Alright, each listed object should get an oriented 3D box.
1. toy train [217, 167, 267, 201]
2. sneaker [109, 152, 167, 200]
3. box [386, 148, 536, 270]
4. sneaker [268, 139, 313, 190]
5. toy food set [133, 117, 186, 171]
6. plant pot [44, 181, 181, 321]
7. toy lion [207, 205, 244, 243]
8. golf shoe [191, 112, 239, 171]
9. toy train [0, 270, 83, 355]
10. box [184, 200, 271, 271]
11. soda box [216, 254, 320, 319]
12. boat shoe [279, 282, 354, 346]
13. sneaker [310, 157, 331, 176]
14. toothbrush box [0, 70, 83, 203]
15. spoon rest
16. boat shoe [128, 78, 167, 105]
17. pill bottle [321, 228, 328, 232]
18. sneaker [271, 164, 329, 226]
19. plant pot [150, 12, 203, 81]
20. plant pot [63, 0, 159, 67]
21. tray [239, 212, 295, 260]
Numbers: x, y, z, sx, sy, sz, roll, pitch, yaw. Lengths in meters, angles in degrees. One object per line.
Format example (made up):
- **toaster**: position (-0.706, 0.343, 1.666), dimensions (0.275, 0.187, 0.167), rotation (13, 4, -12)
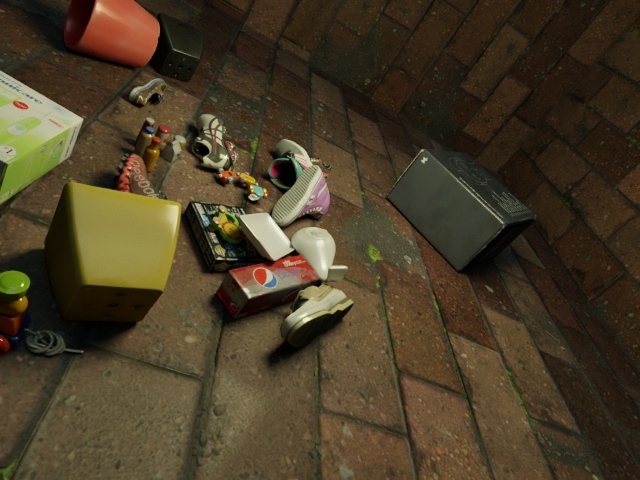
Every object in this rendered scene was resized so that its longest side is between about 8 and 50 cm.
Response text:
- **toy train**: position (-0.252, -0.171, 1.469), dimensions (0.166, 0.046, 0.125), rotation (41, 32, 15)
- **sneaker**: position (-0.450, -0.111, 1.135), dimensions (0.135, 0.097, 0.276), rotation (16, 38, -29)
- **box**: position (0.649, -0.155, 2.090), dimensions (0.472, 0.297, 0.480), rotation (-8, 51, -51)
- **sneaker**: position (-0.125, -0.276, 1.673), dimensions (0.178, 0.124, 0.295), rotation (9, 40, -52)
- **toy food set**: position (-0.477, -0.303, 1.365), dimensions (0.111, 0.104, 0.232), rotation (34, 30, -3)
- **plant pot**: position (-0.401, 0.043, 0.882), dimensions (0.212, 0.212, 0.187), rotation (11, 51, -36)
- **toy lion**: position (-0.242, -0.036, 1.203), dimensions (0.096, 0.034, 0.100), rotation (34, 30, -17)
- **golf shoe**: position (-0.374, -0.338, 1.526), dimensions (0.120, 0.105, 0.273), rotation (-5, 48, -38)
- **toy train**: position (-0.497, 0.108, 0.738), dimensions (0.248, 0.143, 0.105), rotation (21, 34, -23)
- **box**: position (-0.250, -0.011, 1.239), dimensions (0.175, 0.051, 0.220), rotation (3, 44, -43)
- **soda box**: position (-0.127, 0.112, 1.160), dimensions (0.263, 0.083, 0.092), rotation (-10, 53, -51)
- **boat shoe**: position (-0.025, 0.179, 1.152), dimensions (0.103, 0.113, 0.302), rotation (42, 19, 18)
- **sneaker**: position (-0.024, -0.322, 1.882), dimensions (0.158, 0.065, 0.061), rotation (21, 33, -24)
- **toothbrush box**: position (-0.684, -0.225, 0.965), dimensions (0.206, 0.122, 0.283), rotation (31, 28, -13)
- **spoon rest**: position (-0.001, 0.042, 1.346), dimensions (0.137, 0.084, 0.276), rotation (0, 28, -20)
- **boat shoe**: position (-0.585, -0.506, 1.591), dimensions (0.066, 0.066, 0.183), rotation (38, 40, -5)
- **pill bottle**: position (0.000, 0.000, 1.479), dimensions (0.043, 0.043, 0.083), rotation (31, 30, -7)
- **sneaker**: position (-0.046, -0.109, 1.532), dimensions (0.282, 0.102, 0.161), rotation (-54, 134, -35)
- **plant pot**: position (-0.576, -0.753, 1.836), dimensions (0.188, 0.187, 0.167), rotation (4, 56, -42)
- **plant pot**: position (-0.730, -0.755, 1.621), dimensions (0.243, 0.275, 0.275), rotation (15, 35, -48)
- **tray**: position (-0.148, -0.010, 1.268), dimensions (0.145, 0.030, 0.270), rotation (51, 10, 2)
